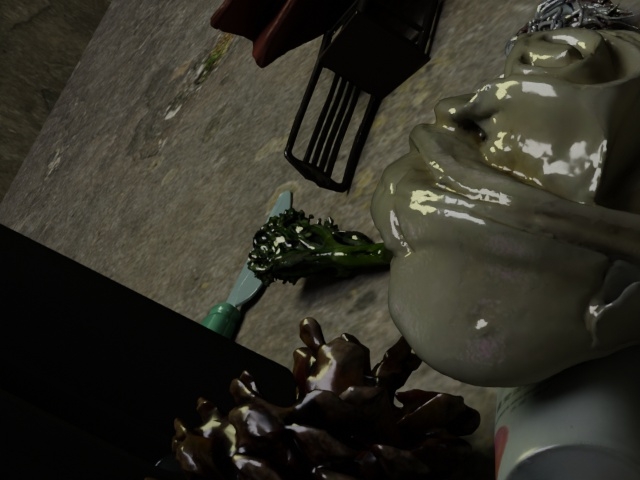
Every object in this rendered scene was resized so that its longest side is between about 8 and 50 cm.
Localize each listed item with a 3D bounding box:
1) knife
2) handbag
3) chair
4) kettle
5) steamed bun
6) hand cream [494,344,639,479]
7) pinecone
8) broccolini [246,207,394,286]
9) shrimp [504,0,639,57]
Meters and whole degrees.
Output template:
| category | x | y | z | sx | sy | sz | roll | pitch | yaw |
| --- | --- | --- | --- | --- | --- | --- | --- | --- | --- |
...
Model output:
| category | x | y | z | sx | sy | sz | roll | pitch | yaw |
| --- | --- | --- | --- | --- | --- | --- | --- | --- | --- |
| knife | -0.079 | 0.050 | 1.420 | 0.063 | 0.034 | 0.260 | -15 | 43 | 58 |
| handbag | 0.019 | -0.315 | 1.489 | 0.260 | 0.084 | 0.275 | -56 | -8 | 30 |
| chair | 0.039 | -0.155 | 1.357 | 0.101 | 0.084 | 0.212 | -42 | 25 | 48 |
| kettle | -0.200 | 0.143 | 1.150 | 0.203 | 0.308 | 0.262 | -48 | 21 | 31 |
| steamed bun | 0.132 | -0.038 | 0.765 | 0.218 | 0.144 | 0.211 | -12 | 32 | 4 |
| hand cream | 0.140 | 0.062 | 0.817 | 0.124 | 0.078 | 0.340 | -47 | 18 | 29 |
| pinecone | 0.001 | 0.151 | 0.867 | 0.204 | 0.179 | 0.184 | -41 | 42 | -2 |
| broccolini | 0.005 | 0.020 | 1.236 | 0.203 | 0.091 | 0.068 | 19 | 121 | 59 |
| shrimp | 0.184 | -0.153 | 1.042 | 0.065 | 0.056 | 0.165 | -45 | 8 | -7 |
